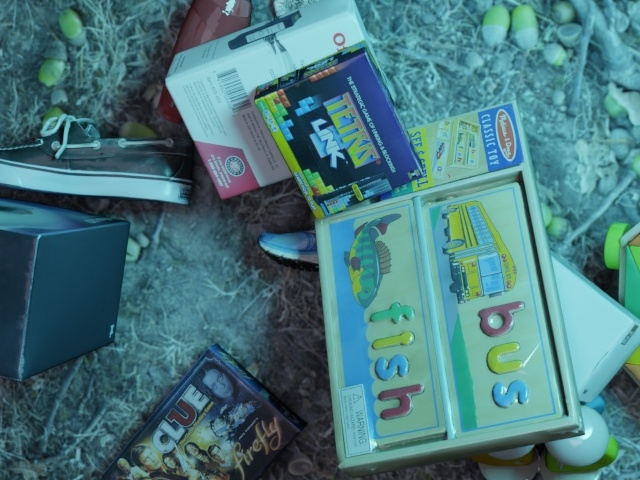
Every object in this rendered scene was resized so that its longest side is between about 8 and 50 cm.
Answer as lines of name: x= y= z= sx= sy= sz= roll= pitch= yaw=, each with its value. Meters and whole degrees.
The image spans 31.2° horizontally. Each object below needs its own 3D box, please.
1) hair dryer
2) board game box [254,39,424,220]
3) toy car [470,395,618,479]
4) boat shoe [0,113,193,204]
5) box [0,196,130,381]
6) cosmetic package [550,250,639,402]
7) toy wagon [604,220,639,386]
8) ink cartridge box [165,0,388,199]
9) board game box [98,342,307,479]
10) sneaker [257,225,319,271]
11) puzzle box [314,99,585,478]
hair dryer: x=-0.081 y=-0.226 z=1.446 sx=0.293 sy=0.080 sz=0.224 roll=-20 pitch=91 yaw=13
board game box: x=0.023 y=-0.125 z=1.326 sx=0.141 sy=0.048 sz=0.170 roll=-22 pitch=116 yaw=14
toy car: x=0.269 y=0.224 z=1.393 sx=0.182 sy=0.159 sz=0.136 roll=3 pitch=59 yaw=12
boat shoe: x=-0.316 y=-0.111 z=1.488 sx=0.306 sy=0.113 sz=0.105 roll=5 pitch=89 yaw=8
box: x=-0.430 y=0.039 z=1.429 sx=0.294 sy=0.296 sz=0.183 roll=11 pitch=96 yaw=9
cosmetic package: x=0.259 y=0.075 z=1.354 sx=0.231 sy=0.085 sz=0.117 roll=43 pitch=103 yaw=30
toy wagon: x=0.462 y=0.115 z=1.325 sx=0.267 sy=0.068 sz=0.344 roll=7 pitch=108 yaw=30
ink cartridge box: x=-0.041 y=-0.175 z=1.386 sx=0.237 sy=0.100 sz=0.172 roll=-18 pitch=117 yaw=12
board game box: x=-0.158 y=0.281 z=1.520 sx=0.165 sy=0.042 sz=0.243 roll=41 pitch=101 yaw=6
sneaker: x=0.000 y=0.000 z=1.468 sx=0.162 sy=0.063 sz=0.073 roll=4 pitch=76 yaw=8
puzzle box: x=0.135 y=0.051 z=1.325 sx=0.272 sy=0.052 sz=0.409 roll=-14 pitch=62 yaw=15
